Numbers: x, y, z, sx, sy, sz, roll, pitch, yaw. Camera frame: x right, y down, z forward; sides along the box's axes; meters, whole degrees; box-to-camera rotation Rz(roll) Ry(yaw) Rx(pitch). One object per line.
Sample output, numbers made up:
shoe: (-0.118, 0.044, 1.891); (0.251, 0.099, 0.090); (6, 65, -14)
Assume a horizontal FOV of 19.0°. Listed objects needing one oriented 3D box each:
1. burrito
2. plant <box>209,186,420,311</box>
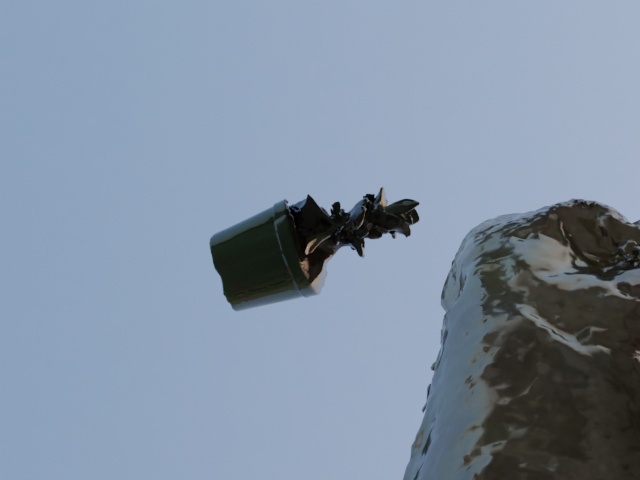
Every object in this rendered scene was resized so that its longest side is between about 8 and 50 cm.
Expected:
burrito: (0.091, 0.113, 0.584); (0.175, 0.107, 0.348); (10, -137, 15)
plant: (0.000, 0.000, 0.922); (0.102, 0.051, 0.051); (-20, -99, 6)
